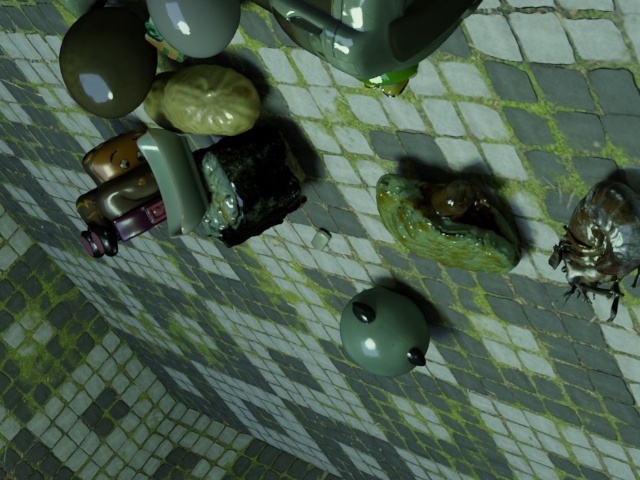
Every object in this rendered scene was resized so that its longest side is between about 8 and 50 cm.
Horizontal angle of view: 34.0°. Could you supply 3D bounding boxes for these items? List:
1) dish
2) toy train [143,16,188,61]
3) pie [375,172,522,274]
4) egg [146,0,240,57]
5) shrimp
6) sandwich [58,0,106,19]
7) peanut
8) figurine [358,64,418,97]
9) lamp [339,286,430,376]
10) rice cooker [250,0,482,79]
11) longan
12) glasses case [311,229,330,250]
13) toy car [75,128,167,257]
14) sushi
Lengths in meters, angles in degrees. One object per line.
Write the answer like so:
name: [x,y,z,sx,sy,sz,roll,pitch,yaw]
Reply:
dish: [-0.279,-0.117,2.030,0.212,0.077,0.151,71,162,-2]
toy train: [-0.249,-0.389,1.833,0.099,0.072,0.188,41,157,-3]
pie: [0.215,-0.017,1.791,0.274,0.105,0.257,11,153,49]
egg: [-0.205,-0.387,1.674,0.146,0.146,0.198,16,133,43]
shrimp: [0.420,0.032,1.556,0.145,0.116,0.343,46,161,21]
sandwich: [-0.465,-0.511,1.940,0.186,0.065,0.215,45,157,-14]
peanut: [-0.234,-0.265,1.961,0.319,0.147,0.147,14,147,50]
figurine: [0.066,-0.293,1.471,0.162,0.143,0.263,34,168,27]
lamp: [0.133,0.190,2.220,0.198,0.197,0.244,41,180,-4]
rice cooker: [0.047,-0.361,1.115,0.325,0.335,0.335,33,157,18]
longan: [-0.395,-0.334,1.950,0.198,0.212,0.198,7,160,3]
glasses case: [0.000,0.000,2.242,0.032,0.021,0.083,38,157,3]
toy car: [-0.457,-0.118,2.451,0.341,0.271,0.240,-12,107,62]
sushi: [-0.149,-0.111,2.059,0.210,0.171,0.350,68,159,1]
